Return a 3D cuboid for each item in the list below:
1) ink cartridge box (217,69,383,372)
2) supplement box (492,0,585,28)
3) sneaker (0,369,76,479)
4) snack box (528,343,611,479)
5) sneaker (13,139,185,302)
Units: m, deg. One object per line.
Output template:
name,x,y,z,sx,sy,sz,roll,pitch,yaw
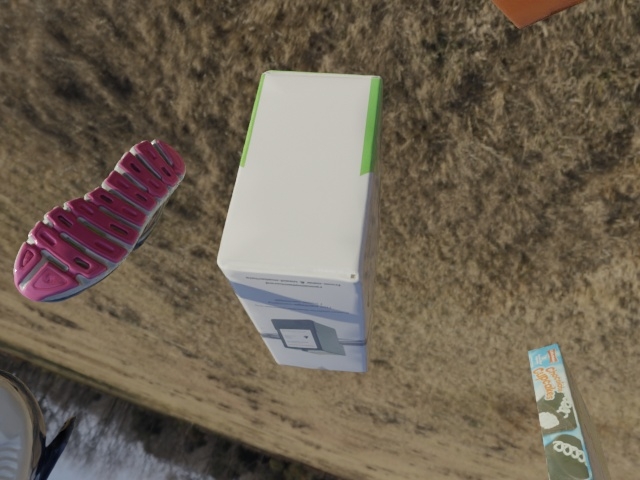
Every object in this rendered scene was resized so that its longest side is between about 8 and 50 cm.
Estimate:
ink cartridge box,0.000,0.000,0.564,0.114,0.199,0.273,4,153,8
supplement box,0.179,-0.286,0.425,0.080,0.234,0.078,25,159,-33
sneaker,-0.272,0.239,0.345,0.130,0.323,0.236,23,153,-20
snack box,0.400,0.328,0.871,0.060,0.322,0.187,-23,105,23
sneaker,-0.172,-0.008,0.449,0.063,0.170,0.075,35,140,-7
